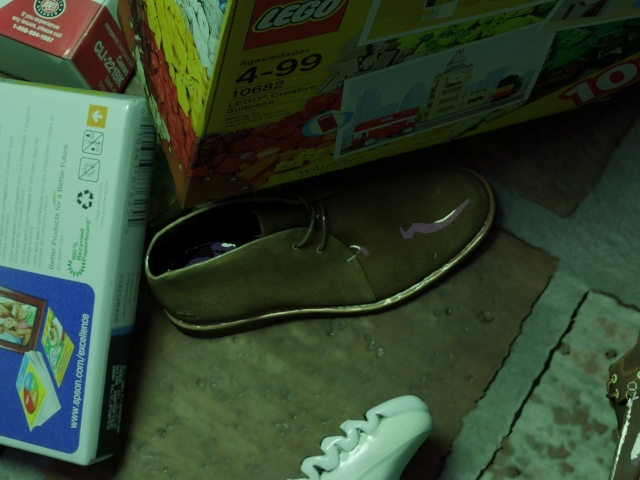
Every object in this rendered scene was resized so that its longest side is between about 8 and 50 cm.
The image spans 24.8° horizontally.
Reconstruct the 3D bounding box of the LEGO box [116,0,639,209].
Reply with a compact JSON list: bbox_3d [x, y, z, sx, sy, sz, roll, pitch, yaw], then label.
[{"bbox_3d":[0.121,-0.237,1.064,0.500,0.372,0.193,-15,70,-17],"label":"LEGO box"}]

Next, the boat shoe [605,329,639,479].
[{"bbox_3d":[0.262,0.113,1.143,0.073,0.073,0.207,19,66,21],"label":"boat shoe"}]

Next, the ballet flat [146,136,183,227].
[{"bbox_3d":[-0.286,-0.083,1.323,0.349,0.123,0.123,7,69,16],"label":"ballet flat"}]

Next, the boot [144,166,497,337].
[{"bbox_3d":[0.000,0.000,1.224,0.305,0.115,0.112,-17,63,4],"label":"boot"}]

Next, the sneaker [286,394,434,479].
[{"bbox_3d":[0.000,0.248,1.132,0.118,0.110,0.292,40,89,16],"label":"sneaker"}]

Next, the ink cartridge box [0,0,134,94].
[{"bbox_3d":[-0.232,-0.288,1.397,0.197,0.114,0.272,23,74,21],"label":"ink cartridge box"}]

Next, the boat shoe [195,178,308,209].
[{"bbox_3d":[-0.066,-0.169,1.310,0.116,0.123,0.324,-4,62,-2],"label":"boat shoe"}]

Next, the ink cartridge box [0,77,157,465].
[{"bbox_3d":[-0.297,0.010,1.241,0.307,0.072,0.303,11,99,24],"label":"ink cartridge box"}]
